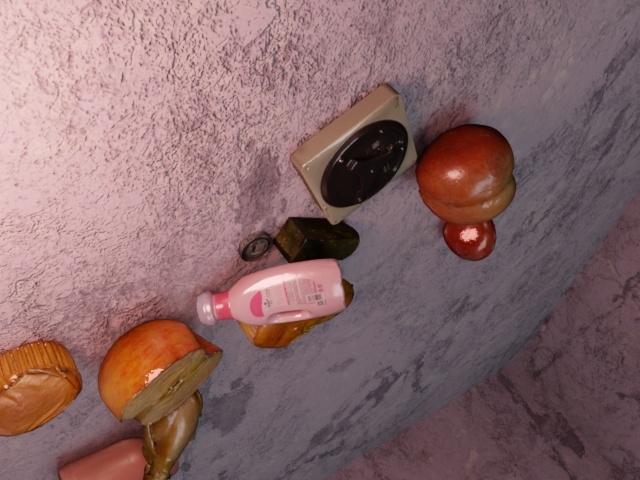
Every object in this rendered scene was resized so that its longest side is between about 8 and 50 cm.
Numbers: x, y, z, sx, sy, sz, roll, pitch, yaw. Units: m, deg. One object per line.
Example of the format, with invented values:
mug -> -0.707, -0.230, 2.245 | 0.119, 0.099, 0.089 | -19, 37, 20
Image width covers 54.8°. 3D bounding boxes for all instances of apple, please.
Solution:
apple -> -0.370, 0.270, 1.367 | 0.251, 0.163, 0.293 | -44, 164, -11

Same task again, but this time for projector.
projector -> 0.087, -0.173, 1.337 | 0.259, 0.079, 0.257 | -38, 149, -3

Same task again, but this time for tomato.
tomato -> 0.456, -0.012, 1.877 | 0.167, 0.167, 0.167 | -27, 148, -18

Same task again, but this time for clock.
clock -> -0.147, 0.014, 1.402 | 0.085, 0.017, 0.085 | -27, 149, -18

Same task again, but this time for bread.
bread -> -0.582, 0.288, 1.223 | 0.199, 0.104, 0.199 | -27, 144, -22
bread -> -0.091, 0.183, 1.586 | 0.250, 0.133, 0.179 | -3, 132, -46

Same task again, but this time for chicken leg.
chicken leg -> -0.407, 0.534, 1.570 | 0.201, 0.152, 0.429 | 6, 99, -77

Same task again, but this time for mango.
mango -> 0.020, 0.175, 1.732 | 0.178, 0.090, 0.115 | -47, 153, 24

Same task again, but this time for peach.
peach -> 0.352, -0.159, 1.502 | 0.252, 0.252, 0.252 | -27, 148, -18

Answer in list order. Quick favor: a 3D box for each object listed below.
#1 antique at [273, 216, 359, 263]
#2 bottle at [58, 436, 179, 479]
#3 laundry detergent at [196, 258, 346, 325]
antique -> 0.000, 0.000, 1.484 | 0.221, 0.080, 0.081 | -1, 135, -48
bottle -> -0.545, 0.631, 1.687 | 0.296, 0.173, 0.206 | -21, 178, -31
laundry detergent -> -0.113, 0.131, 1.416 | 0.335, 0.088, 0.159 | -11, 123, 1
